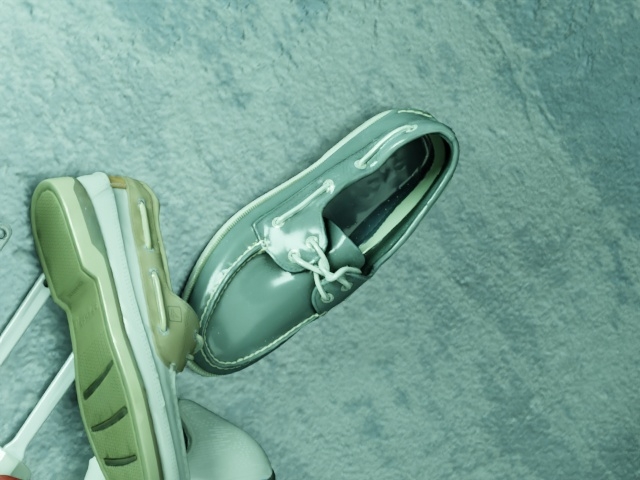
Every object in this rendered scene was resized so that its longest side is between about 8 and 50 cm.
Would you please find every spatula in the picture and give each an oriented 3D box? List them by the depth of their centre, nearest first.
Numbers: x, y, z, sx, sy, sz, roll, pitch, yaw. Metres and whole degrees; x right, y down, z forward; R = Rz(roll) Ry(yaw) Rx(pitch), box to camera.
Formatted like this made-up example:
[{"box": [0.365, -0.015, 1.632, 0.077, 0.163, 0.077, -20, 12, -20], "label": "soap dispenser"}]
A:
[{"box": [-0.288, 0.121, 1.706, 0.168, 0.019, 0.242, 37, 79, -16], "label": "spatula"}]

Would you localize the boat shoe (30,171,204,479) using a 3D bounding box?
[{"box": [-0.151, 0.084, 1.676, 0.103, 0.113, 0.302, -10, 80, -33], "label": "boat shoe"}]

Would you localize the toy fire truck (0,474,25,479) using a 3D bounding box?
[{"box": [-0.363, 0.319, 1.620, 0.254, 0.169, 0.302, 23, 88, -38], "label": "toy fire truck"}]

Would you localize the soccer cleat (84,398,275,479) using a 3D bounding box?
[{"box": [-0.187, 0.276, 1.721, 0.143, 0.116, 0.331, 46, 75, -3], "label": "soccer cleat"}]

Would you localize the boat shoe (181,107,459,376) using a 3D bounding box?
[{"box": [0.000, 0.000, 1.768, 0.319, 0.099, 0.116, -43, 109, -14], "label": "boat shoe"}]
